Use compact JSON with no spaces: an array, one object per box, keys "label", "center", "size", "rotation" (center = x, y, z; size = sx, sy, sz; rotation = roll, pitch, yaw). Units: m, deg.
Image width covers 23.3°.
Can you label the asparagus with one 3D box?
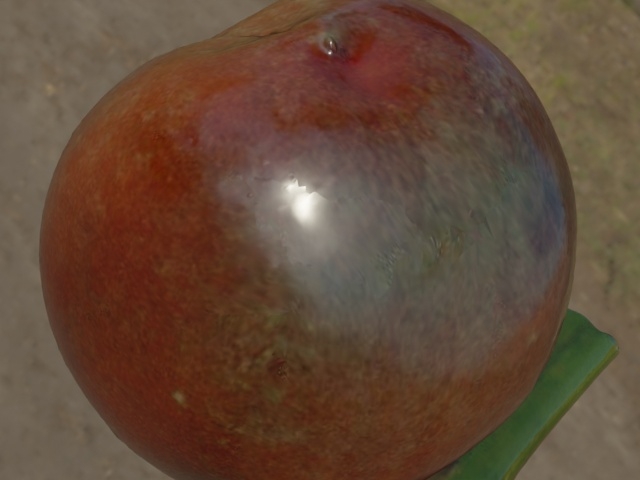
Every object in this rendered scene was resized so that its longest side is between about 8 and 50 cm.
[{"label":"asparagus","center":[0.091,0.108,0.864],"size":[0.067,0.060,0.278],"rotation":[47,45,1]}]

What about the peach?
[{"label":"peach","center":[0.000,0.000,0.726],"size":[0.252,0.252,0.252],"rotation":[34,27,-20]}]
